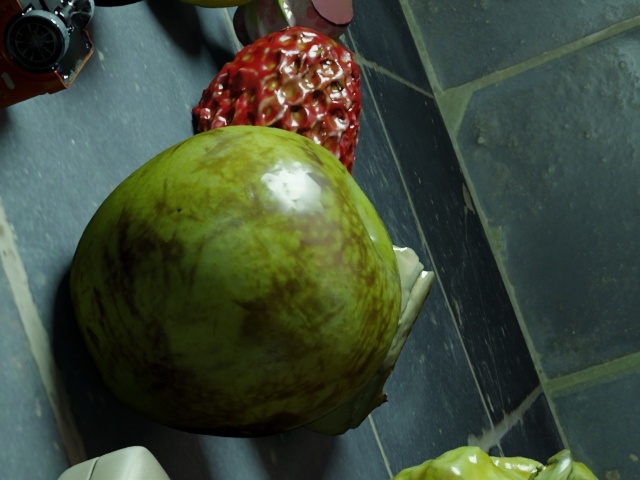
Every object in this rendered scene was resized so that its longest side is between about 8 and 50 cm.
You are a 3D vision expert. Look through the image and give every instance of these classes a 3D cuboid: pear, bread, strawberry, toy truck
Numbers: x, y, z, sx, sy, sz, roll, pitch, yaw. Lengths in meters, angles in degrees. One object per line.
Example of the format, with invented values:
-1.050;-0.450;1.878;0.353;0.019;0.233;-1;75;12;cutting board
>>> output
-0.071;0.040;1.050;0.283;0.283;0.283;58;19;-33;pear
0.009;0.110;1.379;0.314;0.171;0.192;97;17;-76;bread
-0.025;-0.163;1.518;0.234;0.178;0.234;28;17;-9;strawberry
-0.276;-0.231;0.984;0.107;0.114;0.252;-79;147;-62;toy truck

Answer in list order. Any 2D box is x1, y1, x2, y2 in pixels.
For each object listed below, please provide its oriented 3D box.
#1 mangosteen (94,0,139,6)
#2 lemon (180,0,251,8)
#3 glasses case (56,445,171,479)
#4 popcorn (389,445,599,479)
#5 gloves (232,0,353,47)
-0.206;-0.334;1.196;0.243;0.243;0.243;58;19;-33;mangosteen
-0.122;-0.374;1.510;0.192;0.231;0.192;1;89;-48;lemon
-0.145;0.287;0.816;0.144;0.076;0.336;61;17;-24;glasses case
0.164;0.364;1.375;0.274;0.279;0.335;-38;127;-47;popcorn
-0.049;-0.282;1.629;0.126;0.241;0.145;-39;99;-37;gloves
